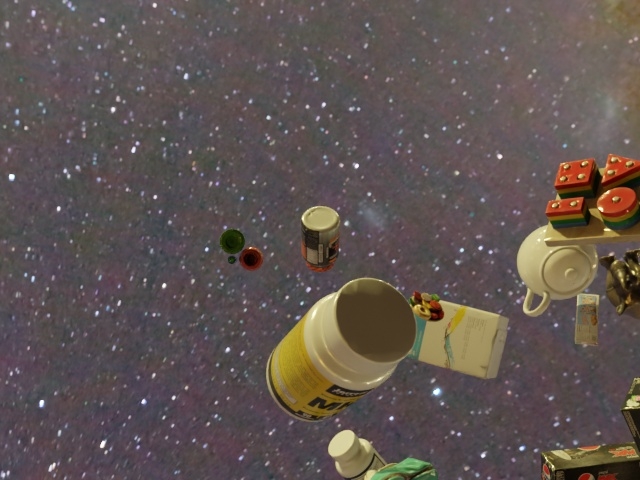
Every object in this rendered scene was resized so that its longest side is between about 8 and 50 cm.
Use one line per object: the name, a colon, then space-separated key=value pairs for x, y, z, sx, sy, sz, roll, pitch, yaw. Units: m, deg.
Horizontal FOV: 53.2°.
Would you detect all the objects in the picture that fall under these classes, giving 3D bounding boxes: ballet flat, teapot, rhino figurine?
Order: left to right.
ballet flat: x=0.133 y=0.467 z=1.216 sx=0.247 sy=0.087 sz=0.083 roll=10 pitch=-94 yaw=-53
teapot: x=0.723 y=0.081 z=1.928 sx=0.253 sy=0.255 sz=0.187 roll=-11 pitch=-165 yaw=6
rhino figurine: x=0.480 y=0.071 z=0.993 sx=0.243 sy=0.073 sz=0.106 roll=8 pitch=-114 yaw=-63

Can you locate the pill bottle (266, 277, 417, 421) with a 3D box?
pill bottle: x=0.021 y=0.132 z=0.754 sx=0.119 sy=0.208 sz=0.119 roll=11 pitch=-122 yaw=-18

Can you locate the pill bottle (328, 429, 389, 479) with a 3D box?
pill bottle: x=0.093 y=0.502 z=1.419 sx=0.169 sy=0.094 sz=0.094 roll=53 pitch=-140 yaw=-21

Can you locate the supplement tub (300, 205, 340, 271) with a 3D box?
supplement tub: x=0.000 y=0.000 z=1.935 sx=0.117 sy=0.190 sz=0.117 roll=0 pitch=-134 yaw=0

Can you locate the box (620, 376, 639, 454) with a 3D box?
box: x=0.325 y=0.153 z=0.570 sx=0.062 sy=0.083 sz=0.052 roll=-30 pitch=-83 yaw=-48

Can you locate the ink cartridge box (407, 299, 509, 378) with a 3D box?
ink cartridge box: x=0.423 y=0.300 z=1.994 sx=0.270 sy=0.197 sz=0.198 roll=12 pitch=175 yaw=26

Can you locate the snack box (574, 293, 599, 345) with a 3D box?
snack box: x=0.831 y=0.244 z=1.992 sx=0.064 sy=0.022 sz=0.178 roll=3 pitch=-129 yaw=23

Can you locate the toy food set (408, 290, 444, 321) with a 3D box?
toy food set: x=0.229 y=0.142 z=1.378 sx=0.083 sy=0.020 sz=0.082 roll=8 pitch=-142 yaw=-22

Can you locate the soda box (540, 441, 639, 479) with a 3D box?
soda box: x=0.465 y=0.387 z=1.083 sx=0.169 sy=0.053 sz=0.060 roll=-5 pitch=-168 yaw=-3

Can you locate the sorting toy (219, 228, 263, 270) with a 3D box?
sorting toy: x=-0.165 y=0.023 z=1.313 sx=0.061 sy=0.042 sz=0.102 roll=-45 pitch=-88 yaw=-2

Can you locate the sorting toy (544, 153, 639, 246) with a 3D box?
sorting toy: x=0.708 y=-0.115 z=1.616 sx=0.089 sy=0.256 sz=0.257 roll=52 pitch=-129 yaw=-31
